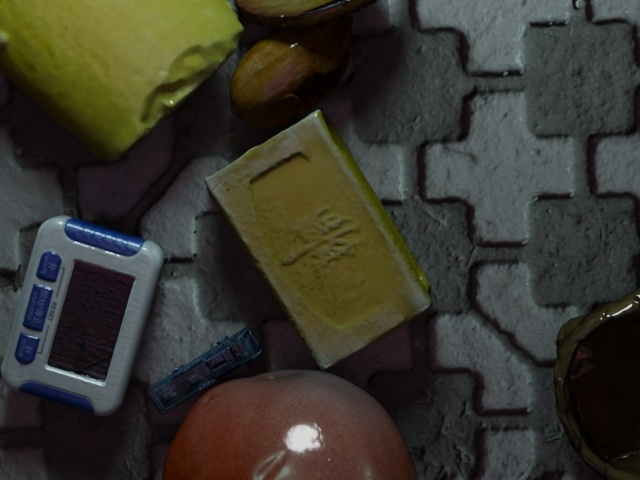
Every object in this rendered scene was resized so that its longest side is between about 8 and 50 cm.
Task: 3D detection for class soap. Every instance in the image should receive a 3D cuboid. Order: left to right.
[{"bbox_3d":[-0.326,-0.335,1.637,0.306,0.115,0.427,-40,93,10],"label":"soap"},{"bbox_3d":[0.000,0.000,1.678,0.199,0.091,0.315,-30,94,6],"label":"soap"}]

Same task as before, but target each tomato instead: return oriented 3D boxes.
[{"bbox_3d":[-0.035,0.305,1.599,0.341,0.341,0.273,1,84,2],"label":"tomato"}]

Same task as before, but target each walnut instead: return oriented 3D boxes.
[{"bbox_3d":[-0.035,-0.231,1.647,0.207,0.116,0.116,-43,94,-2],"label":"walnut"}]

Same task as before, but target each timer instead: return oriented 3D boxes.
[{"bbox_3d":[-0.328,0.103,1.706,0.178,0.078,0.253,18,98,-2],"label":"timer"}]

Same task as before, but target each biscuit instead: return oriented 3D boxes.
[{"bbox_3d":[-0.006,-0.332,1.633,0.228,0.176,0.031,7,133,33],"label":"biscuit"}]

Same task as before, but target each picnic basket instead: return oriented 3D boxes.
[{"bbox_3d":[0.475,0.197,1.571,0.337,0.337,0.293,-19,96,4],"label":"picnic basket"}]

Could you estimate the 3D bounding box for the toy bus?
[{"bbox_3d":[-0.161,0.182,1.715,0.166,0.065,0.047,-33,94,6],"label":"toy bus"}]
